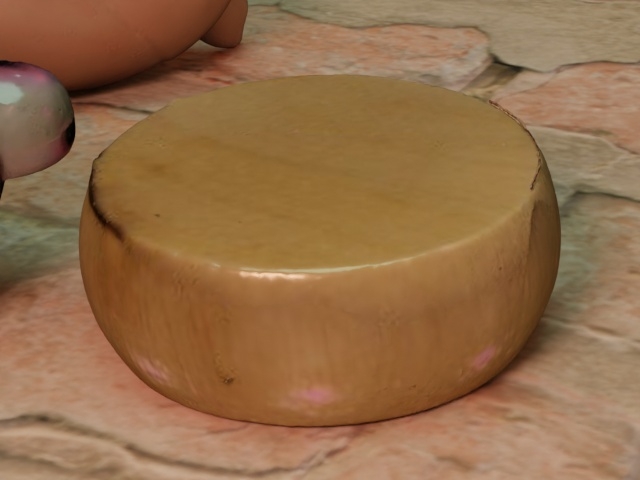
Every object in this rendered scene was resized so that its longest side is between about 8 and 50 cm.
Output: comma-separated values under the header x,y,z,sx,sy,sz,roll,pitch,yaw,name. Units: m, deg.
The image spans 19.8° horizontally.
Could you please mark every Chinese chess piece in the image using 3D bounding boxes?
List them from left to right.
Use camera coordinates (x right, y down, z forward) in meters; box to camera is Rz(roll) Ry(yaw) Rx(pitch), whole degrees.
x,y,z,sx,sy,sz,roll,pitch,yaw,name
0.000,0.000,0.959,0.250,0.097,0.251,-3,27,2,Chinese chess piece

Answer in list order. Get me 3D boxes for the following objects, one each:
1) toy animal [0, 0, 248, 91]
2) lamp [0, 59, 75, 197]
x,y,z,sx,sy,sz,roll,pitch,yaw,name
-0.175,-0.181,1.279,0.250,0.154,0.166,-10,4,-3,toy animal
-0.294,-0.037,0.915,0.247,0.247,0.301,6,35,25,lamp
